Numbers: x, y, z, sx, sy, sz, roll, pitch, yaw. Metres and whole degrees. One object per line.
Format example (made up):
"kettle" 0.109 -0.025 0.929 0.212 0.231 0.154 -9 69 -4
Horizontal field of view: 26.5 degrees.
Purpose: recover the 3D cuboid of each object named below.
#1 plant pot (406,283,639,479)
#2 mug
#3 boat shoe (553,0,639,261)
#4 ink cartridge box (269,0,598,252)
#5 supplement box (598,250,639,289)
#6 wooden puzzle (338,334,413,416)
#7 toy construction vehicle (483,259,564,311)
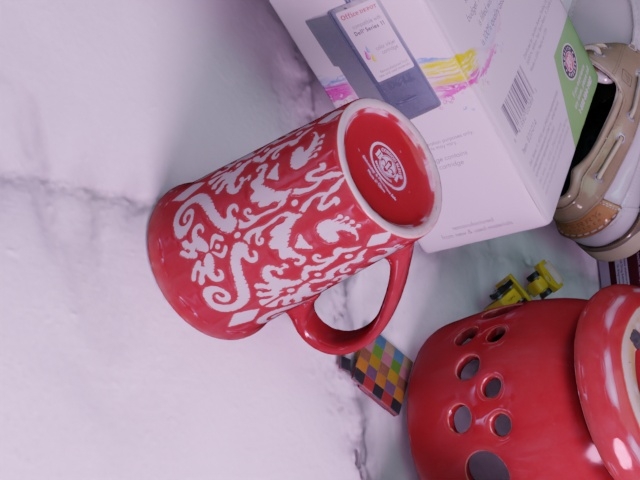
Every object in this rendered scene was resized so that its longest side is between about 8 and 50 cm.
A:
"plant pot" 0.185 0.127 0.986 0.191 0.174 0.191 26 52 -38
"mug" -0.001 -0.009 0.869 0.150 0.169 0.113 26 52 -35
"boat shoe" 0.256 -0.136 1.247 0.103 0.113 0.302 33 50 -38
"ink cartridge box" 0.073 -0.192 1.029 0.353 0.119 0.207 57 39 -27
"supplement box" 0.361 0.033 1.170 0.073 0.239 0.130 23 55 -37
"wooden puzzle" 0.044 0.094 0.986 0.083 0.006 0.049 41 45 -24
"toy construction vehicle" 0.180 0.064 1.129 0.086 0.035 0.098 51 38 2
